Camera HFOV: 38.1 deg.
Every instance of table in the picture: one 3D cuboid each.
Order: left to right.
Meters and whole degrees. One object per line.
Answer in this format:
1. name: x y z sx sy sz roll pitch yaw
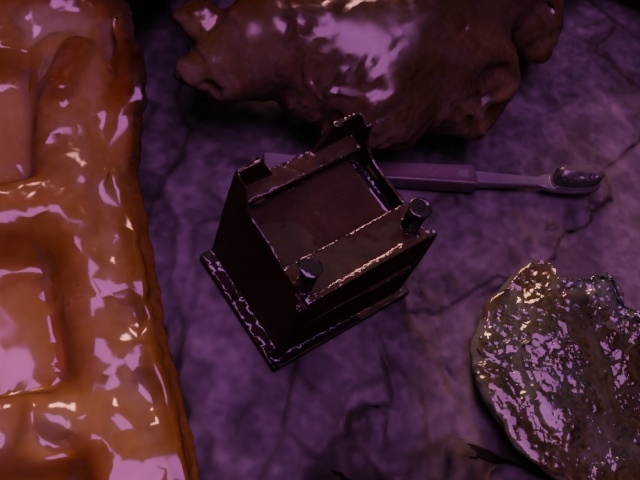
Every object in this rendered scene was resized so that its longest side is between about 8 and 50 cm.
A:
1. table: 0.000 0.000 0.433 0.083 0.082 0.070 -27 72 -24

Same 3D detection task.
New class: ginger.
1. ginger: 0.071 -0.147 0.523 0.333 0.080 0.166 -36 96 -23

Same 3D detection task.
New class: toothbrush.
1. toothbrush: 0.065 -0.036 0.506 0.194 0.017 0.014 1 58 -11

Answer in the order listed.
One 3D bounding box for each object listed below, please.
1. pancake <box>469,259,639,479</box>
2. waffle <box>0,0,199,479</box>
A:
1. pancake: 0.136 0.070 0.465 0.129 0.022 0.116 39 64 7
2. waffle: -0.231 0.028 0.366 0.348 0.077 0.304 -7 64 -17
